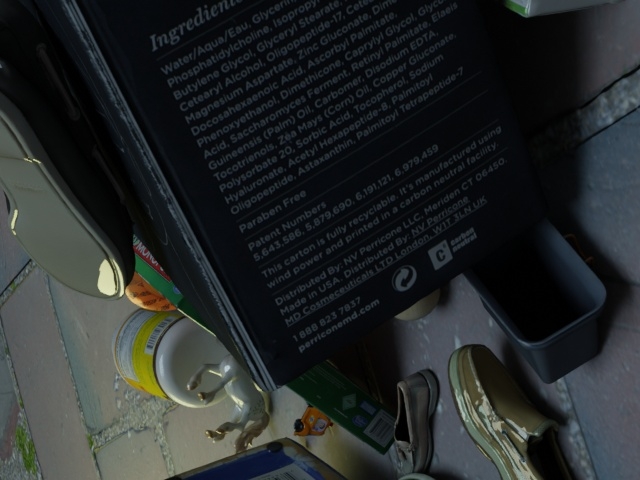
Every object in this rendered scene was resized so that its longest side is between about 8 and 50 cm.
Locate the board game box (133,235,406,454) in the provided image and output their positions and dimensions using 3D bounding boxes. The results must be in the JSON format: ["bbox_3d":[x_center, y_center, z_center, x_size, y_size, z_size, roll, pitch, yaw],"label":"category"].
[{"bbox_3d":[-0.073,0.091,1.602,0.046,0.317,0.213,-52,36,-2],"label":"board game box"}]

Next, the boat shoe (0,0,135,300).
[{"bbox_3d":[-0.212,-0.063,1.265,0.112,0.095,0.335,14,153,21],"label":"boat shoe"}]

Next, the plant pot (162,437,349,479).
[{"bbox_3d":[-0.055,0.354,1.676,0.236,0.236,0.212,25,127,60],"label":"plant pot"}]

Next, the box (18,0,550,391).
[{"bbox_3d":[-0.104,-0.217,1.301,0.480,0.297,0.472,44,164,54],"label":"box"}]

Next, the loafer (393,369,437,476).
[{"bbox_3d":[0.088,0.187,1.569,0.045,0.039,0.125,43,136,47],"label":"loafer"}]

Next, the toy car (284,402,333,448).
[{"bbox_3d":[-0.009,0.212,1.790,0.040,0.060,0.122,28,162,2],"label":"toy car"}]

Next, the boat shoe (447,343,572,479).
[{"bbox_3d":[0.181,0.170,1.374,0.072,0.068,0.190,-39,75,47],"label":"boat shoe"}]

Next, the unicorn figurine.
[{"bbox_3d":[-0.100,0.172,1.873,0.060,0.111,0.162,29,141,44],"label":"unicorn figurine"}]

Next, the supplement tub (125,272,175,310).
[{"bbox_3d":[-0.226,-0.089,1.876,0.338,0.207,0.207,57,146,35],"label":"supplement tub"}]

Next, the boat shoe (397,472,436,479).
[{"bbox_3d":[0.113,0.284,1.512,0.227,0.068,0.081,4,124,63],"label":"boat shoe"}]

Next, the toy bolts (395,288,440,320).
[{"bbox_3d":[0.000,0.000,1.519,0.228,0.218,0.158,-116,3,-57],"label":"toy bolts"}]

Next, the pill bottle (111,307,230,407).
[{"bbox_3d":[-0.193,0.145,2.001,0.215,0.117,0.117,7,106,62],"label":"pill bottle"}]

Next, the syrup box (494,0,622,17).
[{"bbox_3d":[0.137,-0.262,1.244,0.237,0.093,0.096,39,134,51],"label":"syrup box"}]

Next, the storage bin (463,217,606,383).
[{"bbox_3d":[0.182,0.046,1.297,0.135,0.098,0.091,54,172,38],"label":"storage bin"}]
